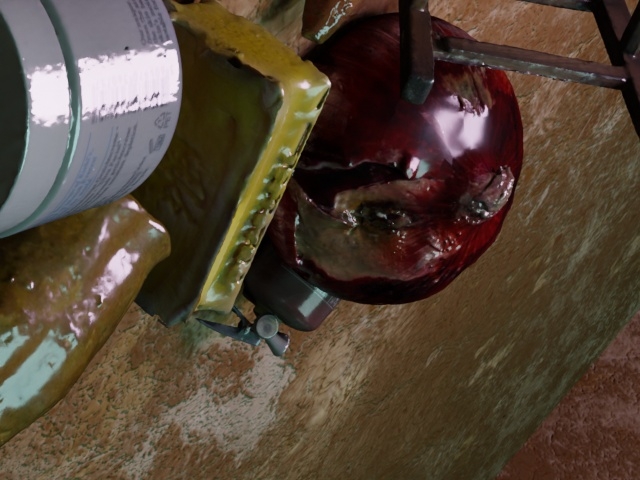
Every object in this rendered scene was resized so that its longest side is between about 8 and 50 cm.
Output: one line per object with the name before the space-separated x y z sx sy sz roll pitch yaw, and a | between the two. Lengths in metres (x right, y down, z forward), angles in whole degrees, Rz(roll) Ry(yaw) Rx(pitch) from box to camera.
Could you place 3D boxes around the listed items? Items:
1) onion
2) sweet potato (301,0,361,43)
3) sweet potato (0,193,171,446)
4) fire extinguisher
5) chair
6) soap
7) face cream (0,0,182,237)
onion | 0.084 -0.057 1.663 0.272 0.195 0.272 -13 114 -30
sweet potato | 0.044 -0.273 1.480 0.078 0.058 0.255 -4 128 -37
sweet potato | -0.265 0.088 1.285 0.369 0.158 0.158 -46 159 -20
fire extinguisher | 0.000 0.000 1.796 0.269 0.105 0.105 -50 160 -6
chair | 0.179 -0.294 1.587 0.241 0.416 0.203 8 130 -15
soap | -0.098 -0.058 1.417 0.076 0.135 0.233 -25 147 -51
face cream | -0.190 -0.093 1.099 0.153 0.177 0.177 -22 144 -57
